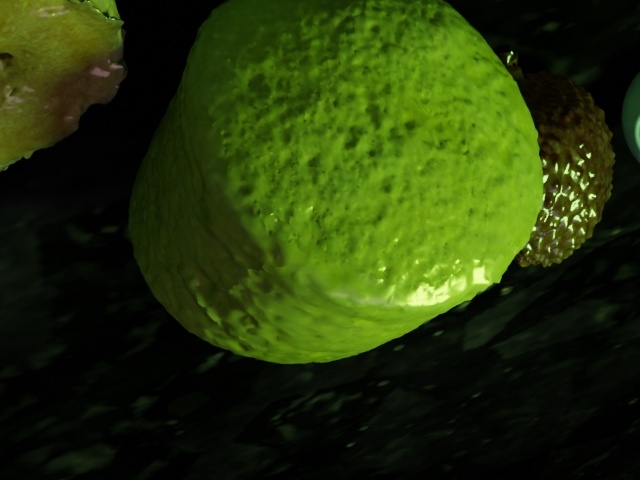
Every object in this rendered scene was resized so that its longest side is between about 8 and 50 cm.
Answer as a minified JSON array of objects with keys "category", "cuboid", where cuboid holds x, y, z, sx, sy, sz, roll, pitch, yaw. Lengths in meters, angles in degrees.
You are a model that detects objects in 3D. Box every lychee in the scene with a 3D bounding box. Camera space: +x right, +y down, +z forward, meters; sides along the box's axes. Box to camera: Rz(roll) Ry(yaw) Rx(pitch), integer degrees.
[{"category":"lychee","cuboid":[0.220,-0.089,1.850,0.200,0.238,0.200,-16,-166,4]}]

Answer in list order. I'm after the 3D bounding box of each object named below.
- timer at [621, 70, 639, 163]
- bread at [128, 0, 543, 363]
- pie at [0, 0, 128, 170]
[{"category":"timer","cuboid":[0.460,-0.142,1.980,0.255,0.175,0.175,-2,147,-39]},{"category":"bread","cuboid":[-0.006,-0.055,1.590,0.348,0.348,0.308,-5,160,-33]},{"category":"pie","cuboid":[-0.317,-0.141,1.420,0.339,0.083,0.339,-16,154,-8]}]
